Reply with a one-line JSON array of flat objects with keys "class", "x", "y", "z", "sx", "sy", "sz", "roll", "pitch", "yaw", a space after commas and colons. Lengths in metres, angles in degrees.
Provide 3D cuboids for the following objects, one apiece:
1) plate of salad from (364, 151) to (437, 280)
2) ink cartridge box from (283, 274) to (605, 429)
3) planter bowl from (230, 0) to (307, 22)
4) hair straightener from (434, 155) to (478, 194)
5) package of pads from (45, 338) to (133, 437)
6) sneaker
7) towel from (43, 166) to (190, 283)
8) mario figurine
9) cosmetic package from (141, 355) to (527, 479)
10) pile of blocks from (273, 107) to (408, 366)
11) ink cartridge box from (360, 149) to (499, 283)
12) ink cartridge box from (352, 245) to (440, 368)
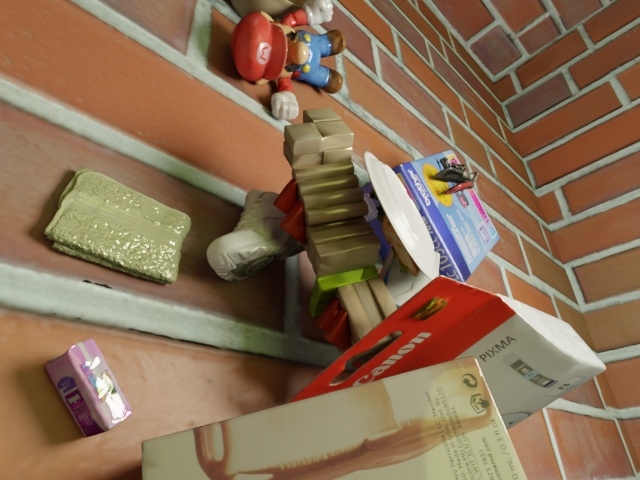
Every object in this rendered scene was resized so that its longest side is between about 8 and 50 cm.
[{"class": "plate of salad", "x": 0.104, "y": -0.031, "z": 0.581, "sx": 0.200, "sy": 0.048, "sz": 0.199, "roll": 48, "pitch": 23, "yaw": -29}, {"class": "ink cartridge box", "x": 0.169, "y": 0.206, "z": 0.566, "sx": 0.385, "sy": 0.308, "sz": 0.091, "roll": 20, "pitch": 33, "yaw": -41}, {"class": "planter bowl", "x": -0.121, "y": -0.520, "z": 0.877, "sx": 0.162, "sy": 0.109, "sz": 0.162, "roll": 28, "pitch": 49, "yaw": -36}, {"class": "hair straightener", "x": 0.307, "y": -0.154, "z": 0.936, "sx": 0.230, "sy": 0.047, "sz": 0.089, "roll": -18, "pitch": 80, "yaw": -53}, {"class": "package of pads", "x": -0.215, "y": 0.137, "z": 0.389, "sx": 0.083, "sy": 0.050, "sz": 0.032, "roll": 61, "pitch": 32, "yaw": 1}, {"class": "sneaker", "x": -0.092, "y": -0.018, "z": 0.615, "sx": 0.115, "sy": 0.090, "sz": 0.232, "roll": 57, "pitch": 28, "yaw": 6}, {"class": "towel", "x": -0.227, "y": -0.015, "z": 0.494, "sx": 0.148, "sy": 0.027, "sz": 0.110, "roll": 29, "pitch": 48, "yaw": -34}, {"class": "mario figurine", "x": -0.032, "y": -0.358, "z": 0.828, "sx": 0.320, "sy": 0.170, "sz": 0.198, "roll": -28, "pitch": 91, "yaw": -54}, {"class": "cosmetic package", "x": 0.009, "y": 0.216, "z": 0.389, "sx": 0.296, "sy": 0.153, "sz": 0.129, "roll": -10, "pitch": 63, "yaw": -14}, {"class": "pile of blocks", "x": 0.000, "y": 0.000, "z": 0.570, "sx": 0.113, "sy": 0.149, "sz": 0.362, "roll": -10, "pitch": 80, "yaw": -18}, {"class": "ink cartridge box", "x": 0.236, "y": -0.040, "z": 0.944, "sx": 0.395, "sy": 0.151, "sz": 0.270, "roll": -27, "pitch": 88, "yaw": -51}, {"class": "ink cartridge box", "x": 0.114, "y": 0.129, "z": 0.686, "sx": 0.078, "sy": 0.231, "sz": 0.134, "roll": 18, "pitch": 44, "yaw": 3}]
